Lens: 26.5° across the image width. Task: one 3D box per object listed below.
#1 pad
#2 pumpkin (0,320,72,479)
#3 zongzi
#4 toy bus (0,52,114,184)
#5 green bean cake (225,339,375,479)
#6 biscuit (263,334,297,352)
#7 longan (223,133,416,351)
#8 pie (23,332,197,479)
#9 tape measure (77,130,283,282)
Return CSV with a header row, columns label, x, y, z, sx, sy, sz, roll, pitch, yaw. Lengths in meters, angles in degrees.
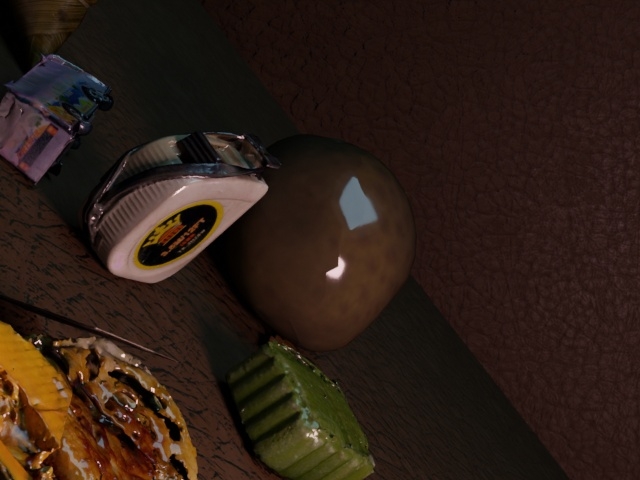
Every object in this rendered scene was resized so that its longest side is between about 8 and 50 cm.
label,x,y,z,sx,sy,sz,roll,pitch,yaw
pad,-0.287,0.089,1.523,0.235,0.003,0.158,14,-10,33
pumpkin,-0.291,0.203,1.200,0.280,0.139,0.190,56,14,14
zongzi,-0.507,-0.412,2.292,0.286,0.288,0.134,15,-17,29
toy bus,-0.403,-0.190,2.019,0.138,0.112,0.317,38,14,-11
green bean cake,-0.029,0.267,2.010,0.214,0.113,0.200,37,18,-50
biscuit,-0.060,0.201,2.304,0.130,0.019,0.119,37,19,-49
longan,0.000,0.000,2.388,0.404,0.336,0.404,-9,90,-80
pie,-0.222,0.219,1.424,0.308,0.085,0.308,47,23,-26
tape measure,-0.214,-0.073,1.947,0.133,0.271,0.231,56,12,21
